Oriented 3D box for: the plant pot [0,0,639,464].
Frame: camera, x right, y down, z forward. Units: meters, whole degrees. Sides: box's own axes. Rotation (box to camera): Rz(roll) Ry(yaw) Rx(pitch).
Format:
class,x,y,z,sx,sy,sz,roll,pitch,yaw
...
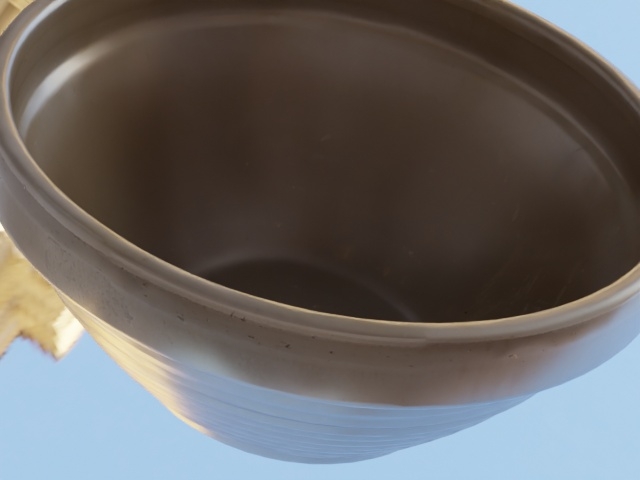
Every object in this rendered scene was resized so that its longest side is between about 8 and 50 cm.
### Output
class,x,y,z,sx,sy,sz,roll,pitch,yaw
plant pot,0.000,0.000,0.669,0.237,0.237,0.110,11,-56,-1
